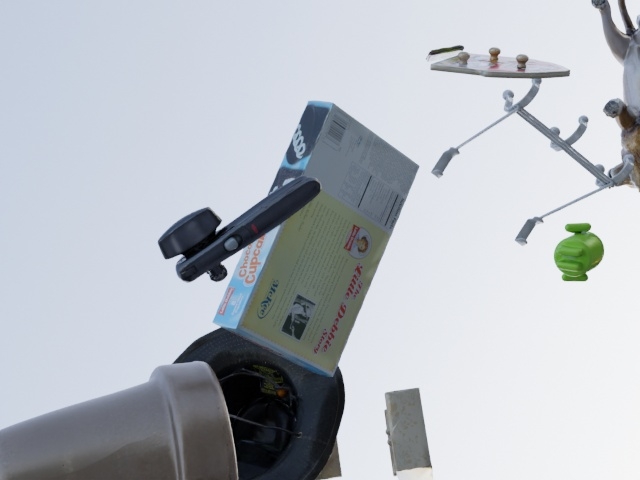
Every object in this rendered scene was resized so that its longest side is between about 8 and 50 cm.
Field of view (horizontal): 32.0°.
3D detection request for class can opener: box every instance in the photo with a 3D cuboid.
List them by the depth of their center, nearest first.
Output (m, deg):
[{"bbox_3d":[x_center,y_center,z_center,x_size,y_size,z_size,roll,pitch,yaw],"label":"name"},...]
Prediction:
[{"bbox_3d":[-0.080,-0.016,1.195,0.186,0.059,0.073,-29,-65,-8],"label":"can opener"}]

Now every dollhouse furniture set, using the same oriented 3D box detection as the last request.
[{"bbox_3d":[0.018,0.423,2.220,0.394,0.362,0.256,-9,-24,4],"label":"dollhouse furniture set"}]

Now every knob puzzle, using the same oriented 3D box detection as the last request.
[{"bbox_3d":[0.287,-0.275,1.710,0.213,0.213,0.030,-9,-70,-34],"label":"knob puzzle"}]

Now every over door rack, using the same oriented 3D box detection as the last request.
[{"bbox_3d":[0.385,-0.150,2.034,0.108,0.239,0.324,-57,9,-33],"label":"over door rack"}]

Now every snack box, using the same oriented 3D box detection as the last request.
[{"bbox_3d":[0.000,0.000,1.483,0.187,0.060,0.322,32,-104,-39],"label":"snack box"}]

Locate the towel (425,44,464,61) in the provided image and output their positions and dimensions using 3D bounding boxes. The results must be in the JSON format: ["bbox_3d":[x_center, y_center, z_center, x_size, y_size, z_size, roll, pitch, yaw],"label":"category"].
[{"bbox_3d":[0.203,-0.306,1.824,0.060,0.083,0.009,-11,-89,3],"label":"towel"}]

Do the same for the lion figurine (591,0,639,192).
[{"bbox_3d":[0.597,-0.289,2.085,0.240,0.142,0.392,25,-113,-59],"label":"lion figurine"}]

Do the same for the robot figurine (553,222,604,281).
[{"bbox_3d":[0.431,0.022,1.857,0.115,0.067,0.101,-19,-69,-54],"label":"robot figurine"}]

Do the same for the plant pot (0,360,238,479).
[{"bbox_3d":[-0.221,0.265,1.170,0.229,0.263,0.263,-3,-56,-19],"label":"plant pot"}]

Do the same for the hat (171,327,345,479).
[{"bbox_3d":[-0.111,0.290,1.654,0.331,0.331,0.134,-33,-36,-16],"label":"hat"}]
